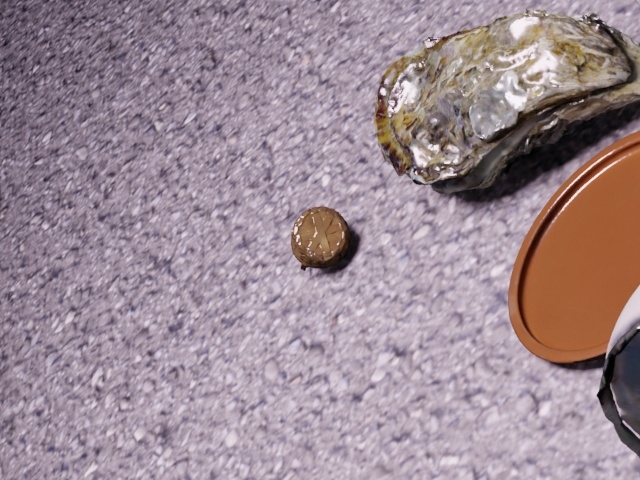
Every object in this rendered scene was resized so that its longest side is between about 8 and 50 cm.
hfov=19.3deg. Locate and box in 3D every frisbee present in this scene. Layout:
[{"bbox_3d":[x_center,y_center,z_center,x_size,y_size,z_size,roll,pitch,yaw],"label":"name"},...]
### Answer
[{"bbox_3d":[0.266,0.003,1.669,0.251,0.021,0.251,-38,31,28],"label":"frisbee"}]

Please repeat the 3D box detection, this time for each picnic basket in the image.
[{"bbox_3d":[0.000,0.000,2.044,0.072,0.072,0.083,-60,-3,-13],"label":"picnic basket"}]

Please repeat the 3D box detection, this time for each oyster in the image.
[{"bbox_3d":[0.186,-0.139,1.845,0.351,0.158,0.162,-11,92,43],"label":"oyster"}]

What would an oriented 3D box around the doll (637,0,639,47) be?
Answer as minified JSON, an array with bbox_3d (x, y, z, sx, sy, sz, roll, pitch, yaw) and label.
[{"bbox_3d":[0.367,-0.229,1.743,0.227,0.057,0.114,-14,43,53],"label":"doll"}]

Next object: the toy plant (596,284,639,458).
[{"bbox_3d":[0.342,-0.003,1.355,0.247,0.247,0.332,-22,37,44],"label":"toy plant"}]
